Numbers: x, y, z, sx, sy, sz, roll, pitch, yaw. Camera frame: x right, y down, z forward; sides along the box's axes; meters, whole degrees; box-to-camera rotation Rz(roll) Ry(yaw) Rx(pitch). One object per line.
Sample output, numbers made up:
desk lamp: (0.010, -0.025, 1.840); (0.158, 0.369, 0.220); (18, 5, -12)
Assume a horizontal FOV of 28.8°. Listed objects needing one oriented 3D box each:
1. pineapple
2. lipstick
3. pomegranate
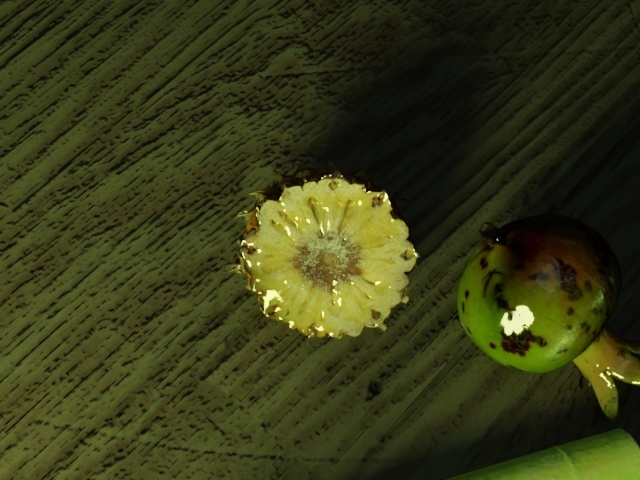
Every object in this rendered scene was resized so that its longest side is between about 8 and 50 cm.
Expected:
pineapple: (0.003, -0.003, 1.189); (0.176, 0.137, 0.161); (14, 104, -6)
lipstick: (0.141, 0.238, 1.094); (0.304, 0.076, 0.076); (-13, 65, -14)
pomegranate: (0.228, 0.068, 1.158); (0.220, 0.156, 0.156); (38, 64, 8)
